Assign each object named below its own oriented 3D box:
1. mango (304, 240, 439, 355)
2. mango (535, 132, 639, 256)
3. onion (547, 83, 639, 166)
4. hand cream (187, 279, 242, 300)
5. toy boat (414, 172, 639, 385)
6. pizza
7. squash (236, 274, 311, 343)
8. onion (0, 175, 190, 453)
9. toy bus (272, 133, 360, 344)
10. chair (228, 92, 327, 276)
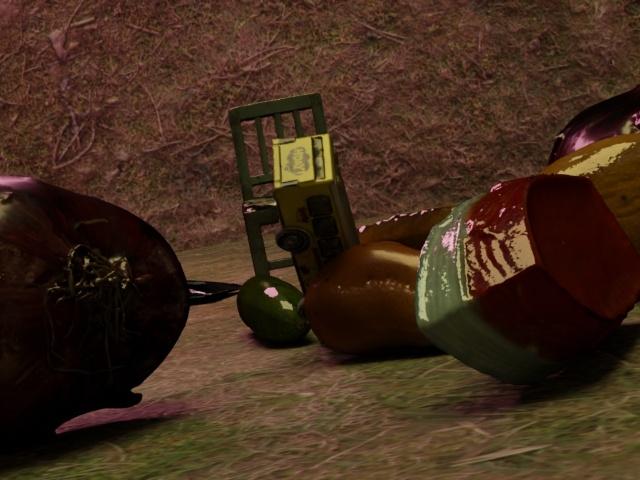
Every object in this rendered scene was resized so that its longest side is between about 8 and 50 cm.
[{"bbox_3d":[0.063,0.055,1.300,0.159,0.105,0.084,5,-15,28],"label":"mango"},{"bbox_3d":[0.281,-0.017,1.381,0.262,0.157,0.109,-25,-1,-12],"label":"mango"},{"bbox_3d":[0.406,-0.102,1.656,0.314,0.232,0.314,-11,5,1],"label":"onion"},{"bbox_3d":[-0.254,0.080,2.206,0.270,0.061,0.120,0,3,25],"label":"hand cream"},{"bbox_3d":[0.147,0.034,1.104,0.133,0.145,0.332,-34,-7,21],"label":"toy boat"},{"bbox_3d":[0.126,0.023,1.522,0.223,0.089,0.323,2,-10,-22],"label":"pizza"},{"bbox_3d":[-0.055,0.072,1.575,0.069,0.069,0.258,-11,4,-10],"label":"squash"},{"bbox_3d":[-0.239,0.052,1.168,0.281,0.221,0.281,-13,0,0],"label":"onion"},{"bbox_3d":[0.000,0.000,1.379,0.074,0.226,0.081,-11,45,5],"label":"toy bus"},{"bbox_3d":[-0.036,-0.054,1.888,0.136,0.270,0.147,-9,3,-2],"label":"chair"}]
